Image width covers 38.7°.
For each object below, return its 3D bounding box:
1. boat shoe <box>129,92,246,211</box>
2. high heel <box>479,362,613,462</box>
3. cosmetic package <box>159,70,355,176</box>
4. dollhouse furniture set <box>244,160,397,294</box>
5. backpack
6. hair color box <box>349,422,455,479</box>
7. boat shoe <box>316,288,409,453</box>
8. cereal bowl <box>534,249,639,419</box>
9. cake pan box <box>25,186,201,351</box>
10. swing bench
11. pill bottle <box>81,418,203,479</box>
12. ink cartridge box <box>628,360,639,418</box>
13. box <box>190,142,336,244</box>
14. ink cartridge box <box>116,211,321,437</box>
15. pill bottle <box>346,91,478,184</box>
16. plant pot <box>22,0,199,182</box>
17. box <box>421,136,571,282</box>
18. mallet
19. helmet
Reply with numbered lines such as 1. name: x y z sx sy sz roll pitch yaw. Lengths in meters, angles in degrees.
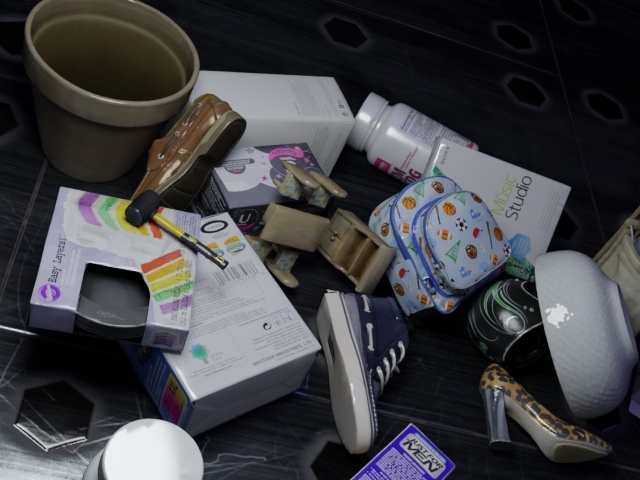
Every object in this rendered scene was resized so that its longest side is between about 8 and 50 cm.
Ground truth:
1. boat shoe: -0.274 -0.142 1.725 0.104 0.111 0.307 41 85 19
2. high heel: 0.439 0.329 1.775 0.261 0.093 0.186 11 47 -11
3. cosmetic package: -0.135 -0.238 1.942 0.365 0.197 0.155 -1 50 -29
4. dollhouse furniture set: 0.000 0.000 1.751 0.242 0.212 0.161 14 21 -43
5. backpack: 0.233 0.005 1.854 0.276 0.213 0.263 -30 82 -40
6. hair color box: 0.047 0.447 1.401 0.110 0.185 0.338 44 45 18
7. boat shoe: 0.098 0.229 1.669 0.158 0.127 0.341 2 48 -15
8. cereal bowl: 0.535 0.174 1.797 0.339 0.141 0.339 -17 90 -70
9. cake pan box: -0.324 0.047 1.466 0.245 0.070 0.267 11 46 -11
10. swing bench: 0.673 0.088 2.002 0.165 0.253 0.254 37 43 9
11. pill bottle: -0.258 0.370 1.251 0.162 0.278 0.162 14 46 -15
12. ink cartridge box: 0.735 0.316 1.958 0.104 0.062 0.181 32 44 4
13. box: -0.121 -0.094 1.852 0.247 0.142 0.163 -7 54 -32
14. ink cartridge box: -0.221 0.116 1.598 0.270 0.151 0.395 -18 60 -36
15. pill bottle: 0.208 -0.218 2.119 0.283 0.160 0.160 30 43 2
16. plant pot: -0.422 -0.272 1.766 0.323 0.280 0.323 14 45 -14
17. box: 0.367 -0.067 2.025 0.321 0.232 0.058 19 5 -8
18. mallet: -0.236 -0.008 1.487 0.189 0.039 0.062 40 46 9
19. helmet: 0.380 0.161 1.854 0.169 0.169 0.161 -6 41 -31
